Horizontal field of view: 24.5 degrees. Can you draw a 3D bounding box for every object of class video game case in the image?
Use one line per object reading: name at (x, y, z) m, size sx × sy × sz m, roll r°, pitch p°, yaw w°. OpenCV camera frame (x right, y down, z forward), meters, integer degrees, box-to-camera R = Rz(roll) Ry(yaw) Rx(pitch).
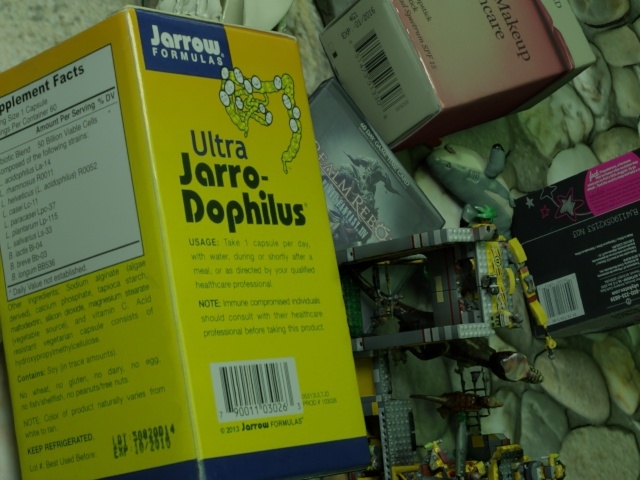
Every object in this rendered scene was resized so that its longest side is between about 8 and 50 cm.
video game case at (0.000, 0.000, 1.394) m, size 0.196 × 0.026 × 0.274 m, roll 51°, pitch 52°, yaw -19°

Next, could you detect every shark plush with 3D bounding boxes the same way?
shark plush at (0.167, -0.035, 1.576) m, size 0.067 × 0.073 × 0.161 m, roll -34°, pitch 119°, yaw -25°

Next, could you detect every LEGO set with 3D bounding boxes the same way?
LEGO set at (0.146, 0.115, 1.348) m, size 0.255 × 0.192 × 0.331 m, roll 11°, pitch 74°, yaw -42°

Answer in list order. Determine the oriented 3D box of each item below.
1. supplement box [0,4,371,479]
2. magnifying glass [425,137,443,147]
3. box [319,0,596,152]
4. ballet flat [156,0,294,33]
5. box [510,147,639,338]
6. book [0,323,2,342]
supplement box at (-0.119, 0.025, 1.150) m, size 0.195 × 0.194 × 0.356 m, roll 1°, pitch 76°, yaw -50°
magnifying glass at (0.137, -0.203, 1.617) m, size 0.092 × 0.026 × 0.231 m, roll 31°, pitch 53°, yaw -29°
box at (0.143, -0.198, 1.519) m, size 0.232 × 0.127 × 0.148 m, roll -21°, pitch 82°, yaw -36°
ballet flat at (-0.047, -0.306, 1.363) m, size 0.147 × 0.147 × 0.408 m, roll 21°, pitch 73°, yaw -34°
box at (0.346, 0.000, 1.562) m, size 0.142 × 0.247 × 0.163 m, roll -1°, pitch 74°, yaw -41°
book at (-0.286, 0.004, 1.155) m, size 0.144 × 0.035 × 0.096 m, roll 46°, pitch 50°, yaw -22°
